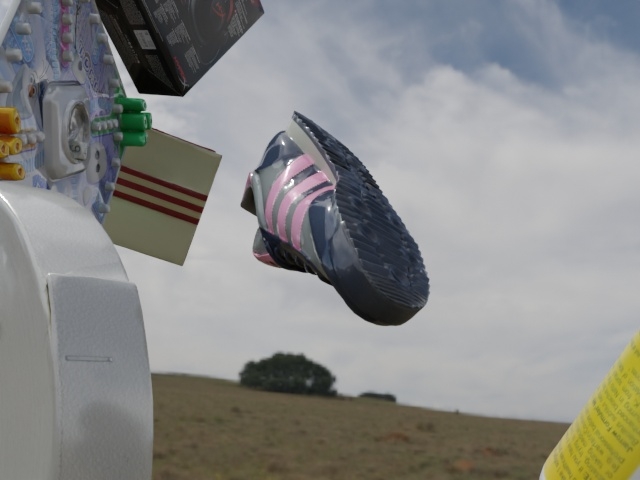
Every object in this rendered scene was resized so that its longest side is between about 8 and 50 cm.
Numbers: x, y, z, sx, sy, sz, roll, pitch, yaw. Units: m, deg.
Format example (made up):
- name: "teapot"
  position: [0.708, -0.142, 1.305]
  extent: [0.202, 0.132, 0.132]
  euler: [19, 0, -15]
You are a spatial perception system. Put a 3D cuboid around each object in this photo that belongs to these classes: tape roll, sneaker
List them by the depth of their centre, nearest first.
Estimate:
- name: "tape roll"
  position: [-0.262, 0.145, 0.592]
  extent: [0.392, 0.392, 0.072]
  euler: [-8, -12, 43]
- name: "sneaker"
  position: [0.000, 0.000, 0.732]
  extent: [0.112, 0.131, 0.319]
  euler: [33, 18, -27]

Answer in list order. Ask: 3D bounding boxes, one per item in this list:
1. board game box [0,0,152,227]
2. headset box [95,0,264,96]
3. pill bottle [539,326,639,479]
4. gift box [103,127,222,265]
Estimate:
- name: "board game box"
  position: [-0.315, -0.141, 1.020]
  extent: [0.050, 0.390, 0.390]
  euler: [4, -33, 5]
- name: "headset box"
  position: [-0.225, -0.413, 1.310]
  extent: [0.110, 0.293, 0.218]
  euler: [10, -40, 32]
- name: "pill bottle"
  position: [0.188, 0.117, 0.401]
  extent: [0.119, 0.209, 0.119]
  euler: [26, 17, -9]
- name: "gift box"
  position: [-0.348, -0.127, 1.475]
  extent: [0.258, 0.277, 0.255]
  euler: [18, -2, -18]
